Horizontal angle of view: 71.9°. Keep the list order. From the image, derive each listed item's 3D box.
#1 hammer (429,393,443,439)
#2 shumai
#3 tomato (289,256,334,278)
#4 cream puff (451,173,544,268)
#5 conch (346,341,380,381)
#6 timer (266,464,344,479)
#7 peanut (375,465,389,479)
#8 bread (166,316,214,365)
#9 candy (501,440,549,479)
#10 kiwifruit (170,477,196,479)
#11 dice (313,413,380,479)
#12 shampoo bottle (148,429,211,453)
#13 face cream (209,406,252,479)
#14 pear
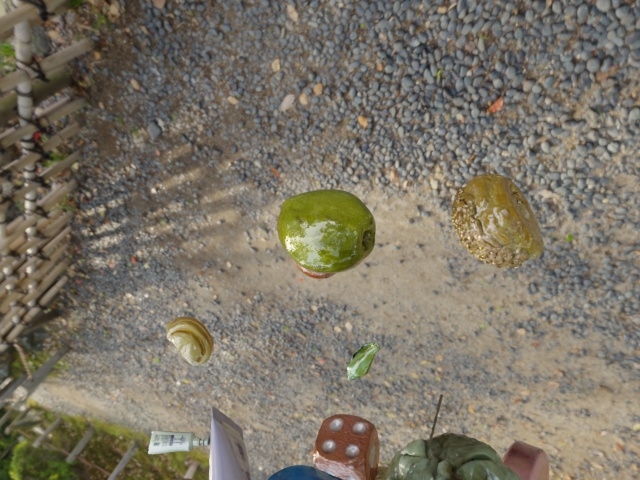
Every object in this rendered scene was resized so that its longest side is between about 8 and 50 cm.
[{"bbox_3d":[0.439,0.716,1.701,0.029,0.292,0.058,-12,118,36],"label":"hammer"},{"bbox_3d":[0.242,0.540,0.920,0.304,0.309,0.263,27,168,38],"label":"shumai"},{"bbox_3d":[0.000,0.000,1.605,0.265,0.264,0.264,17,139,16],"label":"tomato"},{"bbox_3d":[0.585,-0.056,1.494,0.231,0.327,0.343,-32,129,33],"label":"cream puff"},{"bbox_3d":[0.152,0.458,1.665,0.080,0.095,0.200,31,99,-25],"label":"conch"},{"bbox_3d":[-0.028,0.715,1.040,0.340,0.309,0.115,33,175,-20],"label":"timer"},{"bbox_3d":[0.143,0.841,1.462,0.130,0.290,0.130,58,160,35],"label":"peanut"},{"bbox_3d":[-0.446,0.342,1.527,0.172,0.121,0.311,54,158,-7],"label":"bread"},{"bbox_3d":[0.544,0.679,1.191,0.094,0.255,0.255,6,135,39],"label":"candy"},{"bbox_3d":[-0.362,0.690,1.064,0.196,0.234,0.195,4,102,22],"label":"kiwifruit"},{"bbox_3d":[0.085,0.678,1.408,0.179,0.174,0.174,2,127,21],"label":"dice"},{"bbox_3d":[-0.318,0.457,0.999,0.141,0.048,0.034,-4,146,9],"label":"shampoo bottle"},{"bbox_3d":[-0.190,0.507,0.938,0.096,0.273,0.154,-24,135,6],"label":"face cream"},{"bbox_3d":[0.010,-0.031,1.309,0.307,0.253,0.252,15,138,25],"label":"pear"}]
